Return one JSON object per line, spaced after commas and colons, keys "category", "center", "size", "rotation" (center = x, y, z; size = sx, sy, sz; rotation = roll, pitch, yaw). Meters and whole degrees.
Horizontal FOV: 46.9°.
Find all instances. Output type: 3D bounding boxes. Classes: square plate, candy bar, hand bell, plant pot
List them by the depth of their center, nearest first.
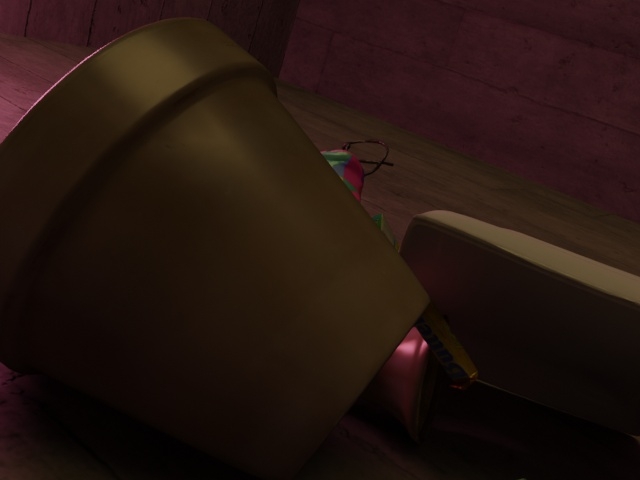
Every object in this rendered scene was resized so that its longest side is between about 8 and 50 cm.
{"category": "plant pot", "center": [-0.075, 0.033, 0.602], "size": [0.280, 0.323, 0.323], "rotation": [37, 21, 9]}
{"category": "candy bar", "center": [0.087, 0.061, 0.648], "size": [0.018, 0.040, 0.161], "rotation": [-28, 78, -26]}
{"category": "square plate", "center": [0.229, 0.092, 0.735], "size": [0.344, 0.049, 0.347], "rotation": [20, -22, 5]}
{"category": "hand bell", "center": [-0.002, 0.115, 0.748], "size": [0.242, 0.126, 0.126], "rotation": [9, 14, 19]}

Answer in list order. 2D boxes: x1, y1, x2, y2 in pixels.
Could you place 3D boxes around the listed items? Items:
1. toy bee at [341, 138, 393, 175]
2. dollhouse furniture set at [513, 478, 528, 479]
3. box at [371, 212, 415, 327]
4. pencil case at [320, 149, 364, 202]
{"category": "toy bee", "center": [0.000, 0.000, 1.027], "size": [0.298, 0.162, 0.195], "rotation": [-21, 43, -25]}
{"category": "dollhouse furniture set", "center": [0.084, 0.206, 0.543], "size": [0.151, 0.076, 0.058], "rotation": [2, 24, -40]}
{"category": "box", "center": [0.102, 0.061, 0.936], "size": [0.179, 0.043, 0.105], "rotation": [59, 13, -10]}
{"category": "pencil case", "center": [-0.009, 0.001, 0.855], "size": [0.104, 0.104, 0.236], "rotation": [15, 54, -7]}
